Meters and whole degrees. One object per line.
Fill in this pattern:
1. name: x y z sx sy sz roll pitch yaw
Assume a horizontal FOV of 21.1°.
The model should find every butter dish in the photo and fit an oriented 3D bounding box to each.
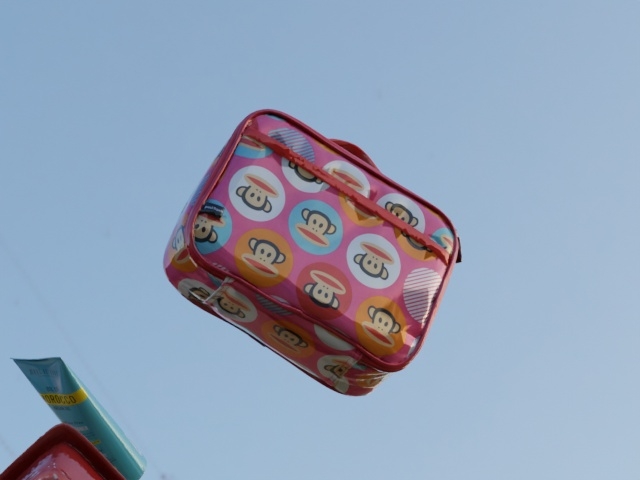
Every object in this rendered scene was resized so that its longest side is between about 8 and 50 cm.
1. butter dish: -0.282 0.302 1.814 0.160 0.118 0.160 -43 -89 6

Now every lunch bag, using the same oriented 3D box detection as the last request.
1. lunch bag: 0.000 0.000 1.859 0.293 0.258 0.120 31 -34 -9

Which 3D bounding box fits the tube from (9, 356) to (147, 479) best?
1. tube: -0.272 0.201 1.967 0.080 0.052 0.207 -7 -49 33
